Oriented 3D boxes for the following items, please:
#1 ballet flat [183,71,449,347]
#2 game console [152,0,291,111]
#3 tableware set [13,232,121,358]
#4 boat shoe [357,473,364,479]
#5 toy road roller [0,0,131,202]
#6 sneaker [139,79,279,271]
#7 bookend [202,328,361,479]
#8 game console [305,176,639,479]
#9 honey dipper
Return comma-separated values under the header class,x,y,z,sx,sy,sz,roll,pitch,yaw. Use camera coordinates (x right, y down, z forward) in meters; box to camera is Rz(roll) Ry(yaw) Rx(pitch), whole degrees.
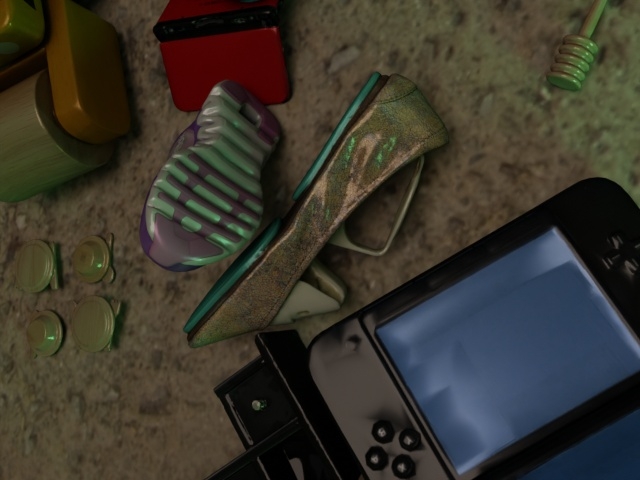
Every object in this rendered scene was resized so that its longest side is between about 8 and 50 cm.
class,x,y,z,sx,sy,sz,roll,pitch,yaw
ballet flat,0.000,0.000,0.588,0.106,0.107,0.316,37,104,-6
game console,-0.092,-0.213,0.690,0.144,0.085,0.124,1,55,24
tableware set,-0.294,0.063,0.754,0.169,0.020,0.140,-8,80,25
boat shoe,0.038,0.328,0.532,0.105,0.111,0.307,23,95,25
toy road roller,-0.368,-0.221,0.689,0.203,0.241,0.329,-19,78,22
sneaker,-0.110,-0.048,0.601,0.095,0.236,0.105,41,125,-22
bookend,-0.058,0.191,0.608,0.156,0.072,0.157,-37,72,17
game console,0.153,0.101,0.428,0.293,0.173,0.250,-30,73,0
honey dipper,0.233,-0.203,0.537,0.031,0.030,0.160,25,92,24
